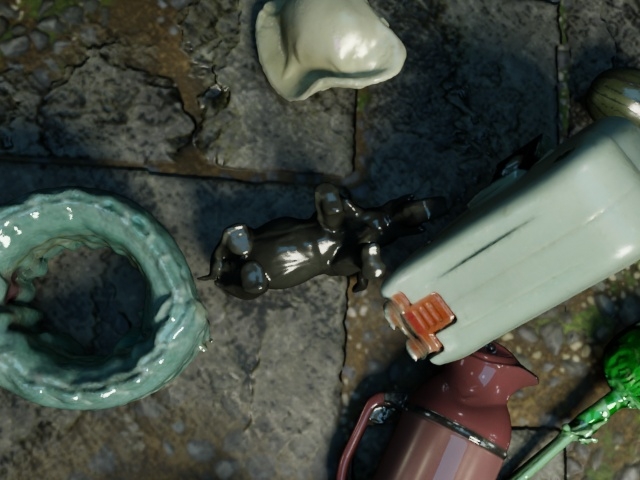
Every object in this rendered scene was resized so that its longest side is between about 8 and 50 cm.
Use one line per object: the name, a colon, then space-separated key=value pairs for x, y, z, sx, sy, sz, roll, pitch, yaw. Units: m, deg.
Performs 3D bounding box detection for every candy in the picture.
candy: x=0.267 y=0.205 z=0.735 sx=0.323 sy=0.097 sz=0.097 roll=-39 pitch=88 yaw=-4

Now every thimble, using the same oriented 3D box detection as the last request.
thimble: x=-0.211 y=0.055 z=0.652 sx=0.235 sy=0.143 sz=0.199 roll=20 pitch=79 yaw=-6

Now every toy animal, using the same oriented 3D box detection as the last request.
toy animal: x=0.001 y=-0.006 z=0.689 sx=0.245 sy=0.146 sz=0.115 roll=-4 pitch=83 yaw=-6

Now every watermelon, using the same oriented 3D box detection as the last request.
watermelon: x=0.354 y=-0.152 z=0.794 sx=0.110 sy=0.078 sz=0.078 roll=30 pitch=78 yaw=-8

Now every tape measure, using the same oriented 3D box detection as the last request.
tape measure: x=0.199 y=-0.013 z=0.671 sx=0.125 sy=0.243 sz=0.246 roll=53 pitch=36 yaw=-1

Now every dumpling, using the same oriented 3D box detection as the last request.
dumpling: x=-0.001 y=-0.208 z=0.747 sx=0.134 sy=0.100 sz=0.169 roll=-44 pitch=87 yaw=2

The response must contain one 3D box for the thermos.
thermos: x=0.093 y=0.245 z=0.689 sx=0.109 sy=0.136 sz=0.330 roll=37 pitch=75 yaw=-37
